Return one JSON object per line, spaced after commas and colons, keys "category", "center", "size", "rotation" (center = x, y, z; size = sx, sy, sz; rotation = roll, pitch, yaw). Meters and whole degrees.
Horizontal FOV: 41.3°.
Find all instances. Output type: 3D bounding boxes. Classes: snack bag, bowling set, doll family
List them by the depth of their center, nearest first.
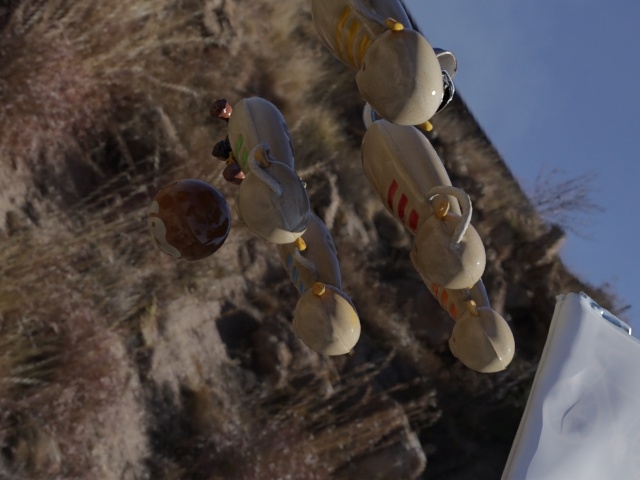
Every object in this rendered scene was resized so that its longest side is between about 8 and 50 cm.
{"category": "bowling set", "center": [0.000, 0.000, 0.519], "size": [0.287, 0.200, 0.154], "rotation": [61, 5, -35]}
{"category": "snack bag", "center": [0.242, 0.250, 0.597], "size": [0.323, 0.342, 0.037], "rotation": [29, -17, -19]}
{"category": "doll family", "center": [-0.080, -0.094, 0.964], "size": [0.111, 0.076, 0.193], "rotation": [39, 1, -28]}

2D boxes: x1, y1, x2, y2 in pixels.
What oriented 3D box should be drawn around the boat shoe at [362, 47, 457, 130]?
{"category": "boat shoe", "center": [0.130, -0.184, 1.060], "size": [0.066, 0.183, 0.066], "rotation": [3, -50, 43]}
